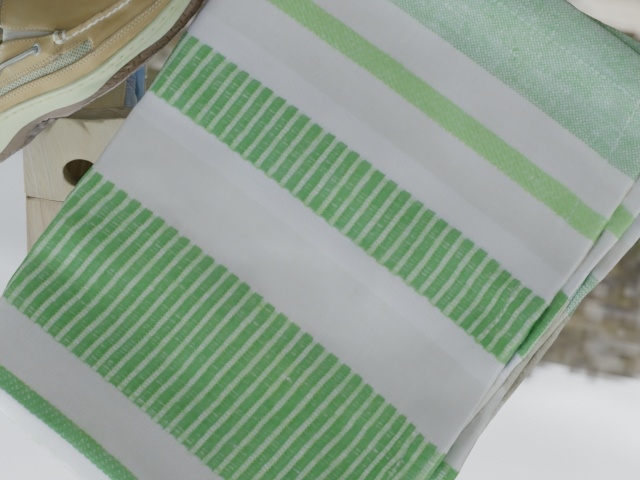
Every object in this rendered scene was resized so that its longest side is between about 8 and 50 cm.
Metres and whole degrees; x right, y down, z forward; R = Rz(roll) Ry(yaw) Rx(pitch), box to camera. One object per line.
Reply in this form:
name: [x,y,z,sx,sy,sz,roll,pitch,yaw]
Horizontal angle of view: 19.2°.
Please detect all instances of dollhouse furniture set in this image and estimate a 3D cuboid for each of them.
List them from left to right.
dollhouse furniture set: [-0.079,-0.059,1.131,0.183,0.129,0.129,3,-138,-4]

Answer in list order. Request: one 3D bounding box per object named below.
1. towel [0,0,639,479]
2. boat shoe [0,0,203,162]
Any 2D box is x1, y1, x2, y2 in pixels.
towel: [0.000,0.000,0.899,0.248,0.325,0.038,37,-178,18]
boat shoe: [-0.141,-0.103,0.973,0.072,0.190,0.068,49,-155,-19]
